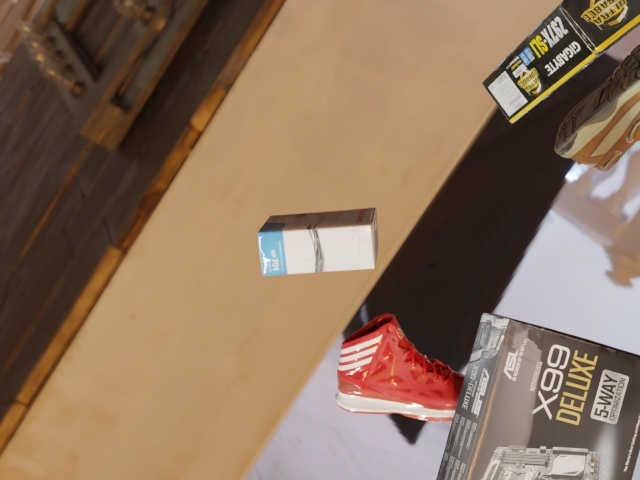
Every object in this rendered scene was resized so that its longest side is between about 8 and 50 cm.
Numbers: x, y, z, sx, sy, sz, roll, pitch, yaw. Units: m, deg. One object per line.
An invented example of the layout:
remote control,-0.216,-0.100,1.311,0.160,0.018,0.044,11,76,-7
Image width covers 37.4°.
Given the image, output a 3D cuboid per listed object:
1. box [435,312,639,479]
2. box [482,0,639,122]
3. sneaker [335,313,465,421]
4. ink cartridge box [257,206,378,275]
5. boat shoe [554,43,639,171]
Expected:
box,0.289,0.271,1.228,0.242,0.308,0.076,18,177,-18
box,0.379,-0.300,1.185,0.079,0.322,0.257,52,165,4
sneaker,0.131,0.167,1.265,0.221,0.128,0.087,0,-167,-2
ink cartridge box,0.000,0.000,1.602,0.190,0.082,0.139,-3,-167,7
boat shoe,0.516,-0.221,1.526,0.120,0.123,0.324,33,145,-7
